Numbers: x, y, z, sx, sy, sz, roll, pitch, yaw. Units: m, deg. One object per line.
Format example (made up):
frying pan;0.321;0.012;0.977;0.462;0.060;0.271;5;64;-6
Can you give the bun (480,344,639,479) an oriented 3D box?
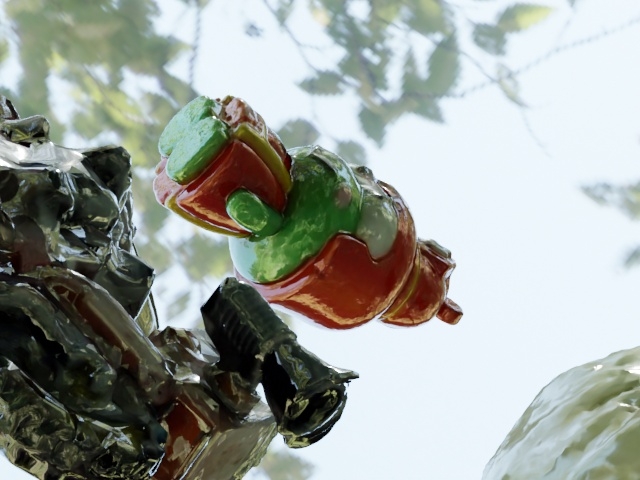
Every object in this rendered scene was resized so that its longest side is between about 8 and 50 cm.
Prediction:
bun;0.251;0.137;0.834;0.364;0.364;0.202;9;-88;-26

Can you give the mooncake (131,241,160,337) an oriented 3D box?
mooncake;-0.218;0.060;1.047;0.235;0.235;0.117;-20;-87;-14

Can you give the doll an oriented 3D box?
doll;0.000;-0.001;1.656;0.363;0.182;0.160;28;-77;-28

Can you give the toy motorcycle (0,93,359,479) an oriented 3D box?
toy motorcycle;-0.098;0.046;0.741;0.134;0.401;0.207;-56;-26;15
